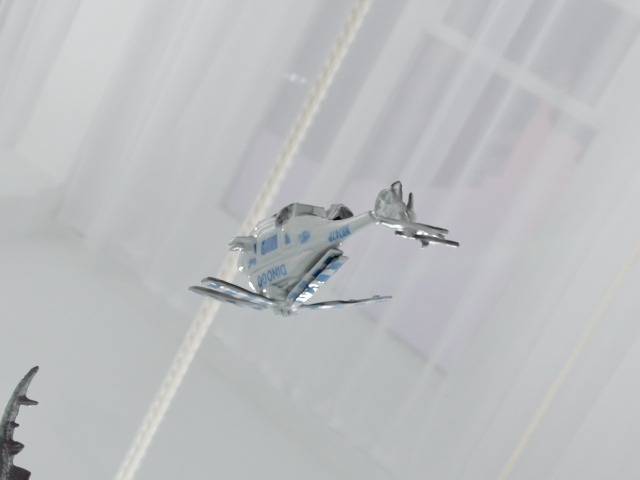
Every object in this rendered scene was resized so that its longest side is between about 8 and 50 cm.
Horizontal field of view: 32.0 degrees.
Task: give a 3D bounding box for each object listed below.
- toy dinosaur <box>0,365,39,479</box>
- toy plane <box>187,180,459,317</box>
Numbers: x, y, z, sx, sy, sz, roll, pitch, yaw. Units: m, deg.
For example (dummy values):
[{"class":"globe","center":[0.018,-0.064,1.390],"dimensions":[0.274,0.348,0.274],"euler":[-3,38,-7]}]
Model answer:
[{"class":"toy dinosaur","center":[-0.220,0.180,0.735],"dimensions":[0.082,0.039,0.208],"euler":[34,-126,-31]},{"class":"toy plane","center":[-0.009,-0.002,0.952],"dimensions":[0.182,0.107,0.273],"euler":[4,160,-12]}]
